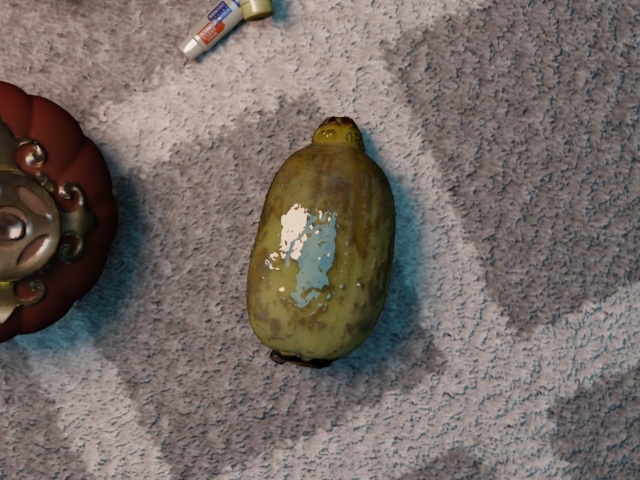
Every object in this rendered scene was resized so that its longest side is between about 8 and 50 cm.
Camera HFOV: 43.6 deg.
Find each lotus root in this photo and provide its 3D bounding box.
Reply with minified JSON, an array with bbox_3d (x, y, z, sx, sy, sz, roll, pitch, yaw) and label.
[{"bbox_3d":[0.000,0.000,0.967,0.173,0.173,0.309,8,90,1],"label":"lotus root"}]

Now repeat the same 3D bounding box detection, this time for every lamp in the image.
[{"bbox_3d":[-0.386,-0.032,0.915,0.303,0.257,0.303,-6,100,-33],"label":"lamp"}]

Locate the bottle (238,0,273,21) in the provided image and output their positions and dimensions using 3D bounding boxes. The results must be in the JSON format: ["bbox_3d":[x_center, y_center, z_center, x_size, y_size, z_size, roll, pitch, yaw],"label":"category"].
[{"bbox_3d":[-0.102,-0.397,0.950,0.083,0.083,0.270,-12,91,3],"label":"bottle"}]

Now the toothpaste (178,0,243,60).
[{"bbox_3d":[-0.091,-0.308,0.995,0.218,0.033,0.052,-44,97,1],"label":"toothpaste"}]
